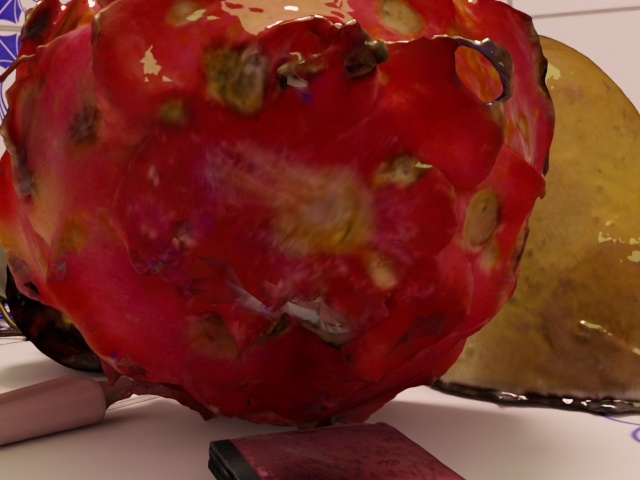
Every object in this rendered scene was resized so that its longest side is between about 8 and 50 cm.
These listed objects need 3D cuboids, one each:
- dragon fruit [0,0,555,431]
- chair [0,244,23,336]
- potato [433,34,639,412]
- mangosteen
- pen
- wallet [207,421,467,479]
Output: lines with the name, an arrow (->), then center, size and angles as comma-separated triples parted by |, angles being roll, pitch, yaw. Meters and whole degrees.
dragon fruit -> -0.038, -0.031, 0.758 | 0.386, 0.371, 0.249 | 27, 18, -8
chair -> -0.318, 0.016, 1.316 | 0.160, 0.170, 0.326 | 0, -1, -11
potato -> 0.207, -0.031, 0.970 | 0.290, 0.296, 0.397 | -8, 6, -38
mangosteen -> -0.189, 0.034, 1.038 | 0.172, 0.172, 0.184 | 0, -5, 11
pen -> -0.203, 0.119, 0.811 | 0.197, 0.032, 0.053 | -10, 9, -44
wallet -> 0.022, 0.136, 0.606 | 0.119, 0.025, 0.232 | -2, 6, -17
